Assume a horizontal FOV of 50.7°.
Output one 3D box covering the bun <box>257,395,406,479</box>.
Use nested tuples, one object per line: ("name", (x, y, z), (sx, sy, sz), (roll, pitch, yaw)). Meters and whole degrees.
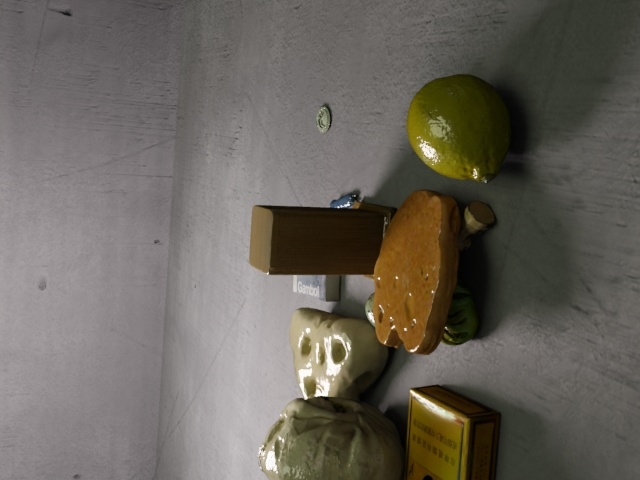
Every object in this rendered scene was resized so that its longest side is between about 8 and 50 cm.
("bun", (0.037, 0.465, 1.524), (0.360, 0.360, 0.210), (8, 81, 62))

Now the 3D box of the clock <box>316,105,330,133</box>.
("clock", (0.008, -0.342, 1.920), (0.074, 0.010, 0.083), (-63, 38, 39))

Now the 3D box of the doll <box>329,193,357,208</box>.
("doll", (0.062, -0.100, 1.801), (0.125, 0.027, 0.037), (-15, 77, 58))

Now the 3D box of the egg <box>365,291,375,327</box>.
("egg", (0.149, 0.167, 1.564), (0.085, 0.085, 0.110), (120, 145, -43))

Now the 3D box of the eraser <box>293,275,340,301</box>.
("eraser", (-0.015, 0.116, 1.917), (0.212, 0.046, 0.091), (5, 94, 62))

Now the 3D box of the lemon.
("lemon", (0.261, -0.209, 1.257), (0.248, 0.184, 0.184), (60, 140, 36))

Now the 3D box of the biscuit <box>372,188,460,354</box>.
("biscuit", (0.194, 0.072, 1.396), (0.312, 0.057, 0.351), (135, 143, -61))

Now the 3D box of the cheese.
("cheese", (0.027, 0.263, 1.746), (0.328, 0.130, 0.351), (61, 141, 42))

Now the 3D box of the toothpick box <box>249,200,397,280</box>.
("toothpick box", (0.000, 0.000, 1.617), (0.190, 0.308, 0.187), (-159, 72, -63))

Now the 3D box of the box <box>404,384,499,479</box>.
("box", (0.255, 0.465, 1.361), (0.193, 0.084, 0.301), (13, 101, 62))

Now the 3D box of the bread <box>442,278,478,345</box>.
("bread", (0.261, 0.144, 1.372), (0.130, 0.071, 0.139), (166, 103, -66))

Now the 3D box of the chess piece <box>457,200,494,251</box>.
("chess piece", (0.280, -0.005, 1.357), (0.172, 0.060, 0.060), (-60, 40, 47))
